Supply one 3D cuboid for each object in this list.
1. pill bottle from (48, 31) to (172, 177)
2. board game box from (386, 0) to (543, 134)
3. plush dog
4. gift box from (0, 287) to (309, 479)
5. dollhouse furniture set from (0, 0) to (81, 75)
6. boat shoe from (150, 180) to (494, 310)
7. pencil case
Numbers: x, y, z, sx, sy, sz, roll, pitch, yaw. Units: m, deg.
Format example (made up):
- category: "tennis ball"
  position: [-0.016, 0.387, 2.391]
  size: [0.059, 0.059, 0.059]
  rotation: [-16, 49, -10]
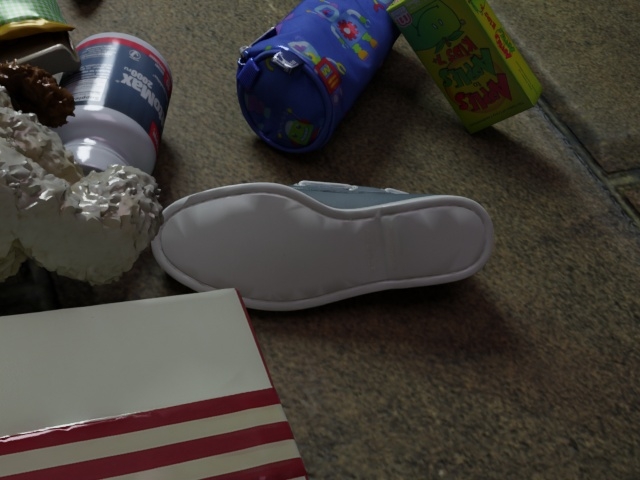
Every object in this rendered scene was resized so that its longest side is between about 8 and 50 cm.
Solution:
- category: "pill bottle"
  position: [-0.205, -0.104, 0.837]
  size: [0.107, 0.108, 0.180]
  rotation: [10, 48, -9]
- category: "board game box"
  position: [0.167, -0.219, 1.013]
  size: [0.181, 0.092, 0.043]
  rotation: [52, 44, -18]
- category: "plush dog"
  position: [-0.287, -0.044, 0.671]
  size: [0.262, 0.211, 0.225]
  rotation: [-36, 40, -7]
- category: "gift box"
  position: [-0.147, 0.196, 0.486]
  size: [0.258, 0.255, 0.276]
  rotation: [-5, 46, -24]
- category: "dollhouse furniture set"
  position: [-0.390, -0.204, 0.774]
  size: [0.301, 0.151, 0.198]
  rotation: [-25, 58, -11]
- category: "boat shoe"
  position: [0.000, 0.000, 0.841]
  size: [0.319, 0.116, 0.099]
  rotation: [-2, 6, -11]
- category: "pencil case"
  position: [0.008, -0.227, 1.007]
  size: [0.133, 0.119, 0.306]
  rotation: [42, 45, -10]
